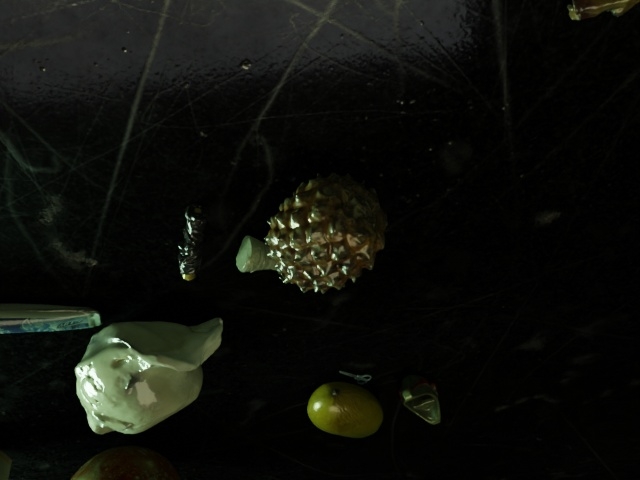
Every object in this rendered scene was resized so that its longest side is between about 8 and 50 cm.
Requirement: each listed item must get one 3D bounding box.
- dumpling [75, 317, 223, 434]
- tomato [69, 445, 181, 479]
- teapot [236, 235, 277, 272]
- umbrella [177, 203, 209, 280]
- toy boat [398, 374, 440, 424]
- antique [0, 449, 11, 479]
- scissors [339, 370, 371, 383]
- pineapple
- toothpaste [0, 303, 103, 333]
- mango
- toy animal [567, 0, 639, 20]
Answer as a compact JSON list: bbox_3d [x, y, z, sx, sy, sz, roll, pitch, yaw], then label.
[{"bbox_3d":[-0.295,0.219,1.050,0.243,0.187,0.318,-26,167,-47],"label":"dumpling"},{"bbox_3d":[-0.444,0.585,1.342,0.270,0.222,0.270,-4,125,-5],"label":"tomato"},{"bbox_3d":[-0.085,0.026,0.926,0.083,0.057,0.067,9,172,-25],"label":"teapot"},{"bbox_3d":[-0.193,0.007,0.892,0.040,0.037,0.144,-5,137,-25],"label":"umbrella"},{"bbox_3d":[0.220,0.349,1.319,0.089,0.071,0.185,-27,136,17],"label":"toy boat"},{"bbox_3d":[-0.752,0.491,1.236,0.147,0.148,0.152,-7,139,-1],"label":"antique"},{"bbox_3d":[0.073,0.291,1.276,0.083,0.006,0.036,25,125,-32],"label":"scissors"},{"bbox_3d":[0.000,0.000,0.839,0.166,0.166,0.193,24,135,-32],"label":"pineapple"},{"bbox_3d":[-0.497,0.127,0.965,0.269,0.047,0.069,1,124,-17],"label":"toothpaste"},{"bbox_3d":[0.066,0.375,1.308,0.137,0.091,0.237,-29,141,28],"label":"mango"},{"bbox_3d":[0.357,-0.342,0.601,0.149,0.054,0.275,25,130,-29],"label":"toy animal"}]
